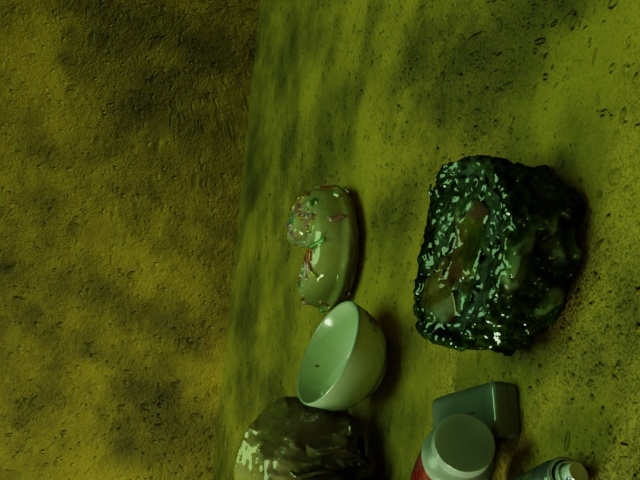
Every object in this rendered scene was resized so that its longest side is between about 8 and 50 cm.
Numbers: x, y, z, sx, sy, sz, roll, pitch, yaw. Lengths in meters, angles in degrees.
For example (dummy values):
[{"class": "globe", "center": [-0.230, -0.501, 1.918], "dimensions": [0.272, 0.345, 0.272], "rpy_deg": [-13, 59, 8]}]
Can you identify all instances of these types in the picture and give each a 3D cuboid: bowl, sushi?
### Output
[{"class": "bowl", "center": [0.071, 0.301, 2.035], "dimensions": [0.277, 0.145, 0.277], "rpy_deg": [-50, 20, 26]}, {"class": "sushi", "center": [0.306, 0.029, 1.442], "dimensions": [0.294, 0.178, 0.352], "rpy_deg": [-152, 73, -67]}]

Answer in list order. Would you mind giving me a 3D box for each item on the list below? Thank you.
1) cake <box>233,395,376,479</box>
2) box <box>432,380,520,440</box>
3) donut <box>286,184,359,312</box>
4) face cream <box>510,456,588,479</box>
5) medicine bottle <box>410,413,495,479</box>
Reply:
[{"class": "cake", "center": [-0.002, 0.572, 2.031], "dimensions": [0.321, 0.332, 0.332], "rpy_deg": [14, 98, 45]}, {"class": "box", "center": [0.291, 0.335, 1.576], "dimensions": [0.243, 0.055, 0.103], "rpy_deg": [139, 133, -63]}, {"class": "donut", "center": [0.003, 0.000, 2.372], "dimensions": [0.371, 0.150, 0.307], "rpy_deg": [-103, 27, -45]}, {"class": "face cream", "center": [0.345, 0.421, 1.362], "dimensions": [0.283, 0.073, 0.073], "rpy_deg": [123, 147, -53]}, {"class": "medicine bottle", "center": [0.240, 0.414, 1.503], "dimensions": [0.250, 0.131, 0.131], "rpy_deg": [95, 170, -54]}]
